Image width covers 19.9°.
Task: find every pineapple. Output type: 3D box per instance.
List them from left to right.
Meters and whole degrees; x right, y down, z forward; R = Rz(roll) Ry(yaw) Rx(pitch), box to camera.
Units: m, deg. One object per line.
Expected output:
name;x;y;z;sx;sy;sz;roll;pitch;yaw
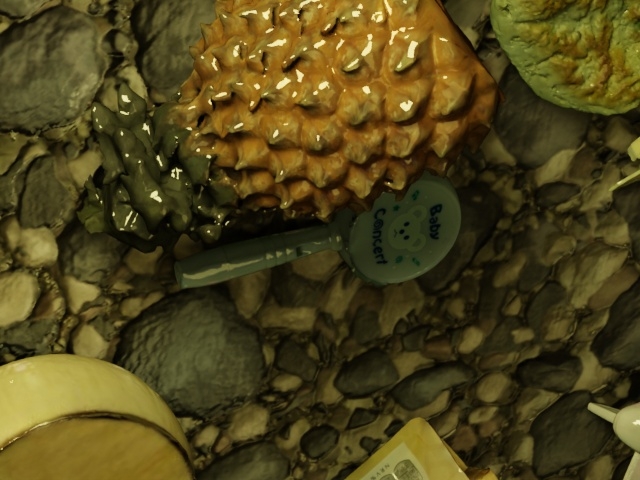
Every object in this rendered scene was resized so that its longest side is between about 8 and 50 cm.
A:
pineapple;-0.051;-0.091;1.410;0.357;0.223;0.223;-30;130;11

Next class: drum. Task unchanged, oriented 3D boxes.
drum;0.004;-0.018;1.566;0.253;0.049;0.130;-1;122;-25

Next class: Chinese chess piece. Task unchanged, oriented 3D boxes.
Chinese chess piece;-0.231;0.220;1.555;0.257;0.104;0.257;-16;126;-23

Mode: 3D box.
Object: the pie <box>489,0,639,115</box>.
pie;0.251;-0.211;1.550;0.240;0.054;0.240;-14;127;-19

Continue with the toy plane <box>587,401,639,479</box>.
toy plane;0.396;0.200;1.858;0.252;0.118;0.252;-8;107;-27

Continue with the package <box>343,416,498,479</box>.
package;0.074;0.358;1.783;0.311;0.221;0.165;-44;150;8

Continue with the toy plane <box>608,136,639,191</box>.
toy plane;0.366;-0.119;1.614;0.229;0.092;0.244;-8;148;-52
